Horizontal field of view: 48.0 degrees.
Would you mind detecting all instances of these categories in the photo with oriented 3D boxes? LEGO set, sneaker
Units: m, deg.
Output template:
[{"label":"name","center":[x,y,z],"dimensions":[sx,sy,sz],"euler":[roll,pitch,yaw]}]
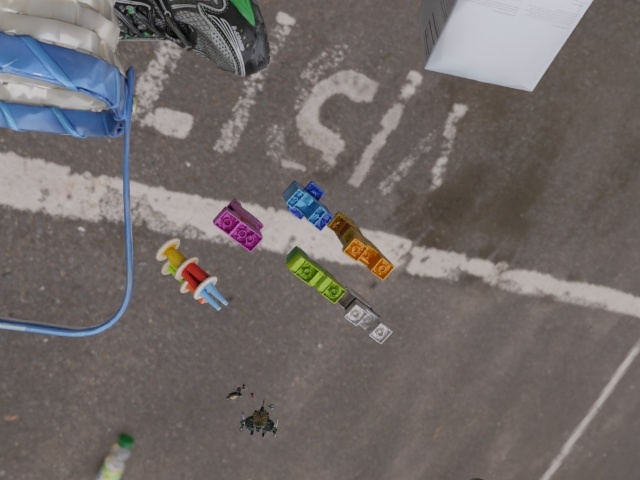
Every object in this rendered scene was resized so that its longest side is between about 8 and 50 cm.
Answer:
[{"label":"LEGO set","center":[-0.083,0.219,0.903],"dimensions":[0.054,0.083,0.023],"euler":[-16,142,-19]},{"label":"LEGO set","center":[0.000,0.000,0.752],"dimensions":[0.227,0.093,0.087],"euler":[38,100,-24]},{"label":"sneaker","center":[-0.200,-0.244,0.743],"dimensions":[0.146,0.343,0.134],"euler":[-54,159,-23]}]

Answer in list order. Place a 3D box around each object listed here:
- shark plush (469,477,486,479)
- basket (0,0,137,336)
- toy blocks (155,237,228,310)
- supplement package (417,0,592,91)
[{"label":"shark plush","center":[0.182,0.218,0.512],"dimensions":[0.067,0.161,0.073],"euler":[-67,173,-79]},{"label":"basket","center":[-0.241,-0.089,0.439],"dimensions":[0.254,0.201,0.289],"euler":[3,92,-12]},{"label":"toy blocks","center":[-0.219,0.076,1.271],"dimensions":[0.054,0.148,0.123],"euler":[-42,165,-19]},{"label":"supplement package","center":[0.278,-0.369,1.109],"dimensions":[0.194,0.149,0.203],"euler":[9,142,-13]}]
